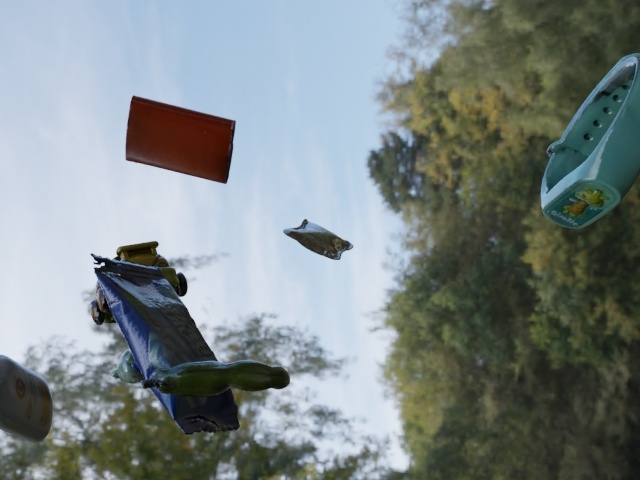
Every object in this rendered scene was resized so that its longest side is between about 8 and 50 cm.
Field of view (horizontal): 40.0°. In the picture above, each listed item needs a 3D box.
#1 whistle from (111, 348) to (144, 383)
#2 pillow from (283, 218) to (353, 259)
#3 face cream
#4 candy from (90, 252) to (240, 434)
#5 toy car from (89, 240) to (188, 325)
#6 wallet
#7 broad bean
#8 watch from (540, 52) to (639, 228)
[{"bbox_3d":[-0.402,0.270,2.060,0.110,0.244,0.092,7,-129,-48],"label":"whistle"},{"bbox_3d":[0.000,-0.001,1.828,0.033,0.130,0.217,-64,-9,12],"label":"pillow"},{"bbox_3d":[-0.594,0.287,1.657,0.291,0.071,0.143,68,-170,-63],"label":"face cream"},{"bbox_3d":[-0.245,0.164,1.405,0.331,0.077,0.187,56,-164,20],"label":"candy"},{"bbox_3d":[-0.419,0.092,1.973,0.201,0.248,0.142,-10,-107,-30],"label":"toy car"},{"bbox_3d":[-0.266,-0.191,1.673,0.045,0.205,0.142,-74,-3,-55],"label":"wallet"},{"bbox_3d":[-0.146,0.196,1.249,0.070,0.214,0.048,118,152,-63],"label":"broad bean"},{"bbox_3d":[0.336,-0.116,1.059,0.237,0.068,0.195,115,180,-69],"label":"watch"}]
